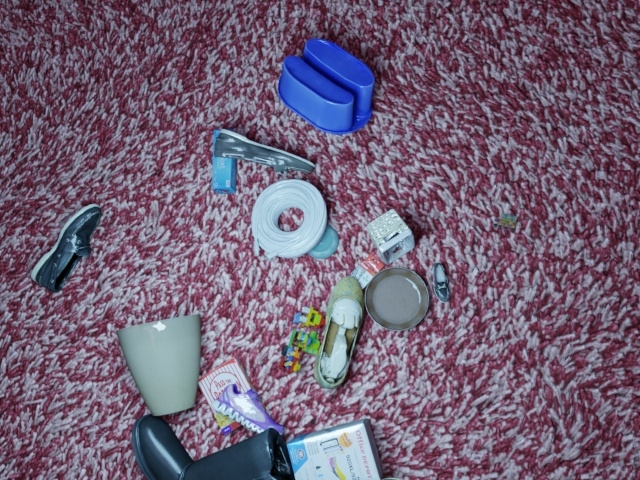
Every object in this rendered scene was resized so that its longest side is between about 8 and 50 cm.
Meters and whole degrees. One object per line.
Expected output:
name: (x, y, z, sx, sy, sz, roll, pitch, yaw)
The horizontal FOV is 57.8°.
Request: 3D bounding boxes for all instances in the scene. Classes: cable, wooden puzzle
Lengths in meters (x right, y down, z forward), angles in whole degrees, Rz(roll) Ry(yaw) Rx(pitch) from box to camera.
cable: (-0.099, -0.068, 1.876, 0.257, 0.089, 0.257, -13, 71, 12)
wooden puzzle: (0.585, -0.057, 1.816, 0.083, 0.006, 0.049, 16, 82, 12)

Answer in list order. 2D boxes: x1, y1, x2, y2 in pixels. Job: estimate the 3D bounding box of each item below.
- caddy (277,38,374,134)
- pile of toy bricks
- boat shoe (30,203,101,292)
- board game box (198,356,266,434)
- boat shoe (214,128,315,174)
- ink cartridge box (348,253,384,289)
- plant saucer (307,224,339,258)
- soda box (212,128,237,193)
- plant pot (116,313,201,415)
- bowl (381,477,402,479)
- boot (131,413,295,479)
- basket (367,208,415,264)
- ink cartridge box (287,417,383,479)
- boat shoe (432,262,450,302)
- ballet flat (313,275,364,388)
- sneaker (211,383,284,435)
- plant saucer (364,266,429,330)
caddy: (0.018, -0.495, 1.910, 0.341, 0.179, 0.241, 39, 65, 14)
pile of toy bricks: (-0.046, 0.324, 1.807, 0.105, 0.118, 0.212, 24, 65, -15)
boat shoe: (-0.836, 0.034, 1.967, 0.113, 0.127, 0.340, 40, 89, 13)
board game box: (-0.282, 0.488, 1.829, 0.146, 0.045, 0.193, -33, 76, 1)
boat shoe: (-0.187, -0.267, 1.912, 0.335, 0.112, 0.095, 19, 92, -5)
ink cartridge box: (0.143, 0.101, 1.845, 0.063, 0.029, 0.115, 41, 88, 14)
plant saucer: (0.000, 0.000, 1.892, 0.119, 0.021, 0.119, -2, 78, 8)
soda box: (-0.324, -0.268, 1.971, 0.067, 0.071, 0.210, -1, 79, 8)
plant pot: (-0.475, 0.387, 1.783, 0.256, 0.256, 0.274, -13, 82, 7)
bowl: (0.209, 0.768, 1.678, 0.170, 0.080, 0.170, -2, 79, 9)
boot: (-0.312, 0.631, 1.683, 0.445, 0.146, 0.367, -25, 87, 28)
basket: (0.216, -0.011, 1.789, 0.113, 0.167, 0.103, -33, 70, 1)
ink cartridge box: (0.048, 0.633, 1.684, 0.232, 0.168, 0.171, -17, 76, 5)
boat shoe: (0.373, 0.130, 1.797, 0.046, 0.038, 0.125, -8, 78, 8)
ballet flat: (0.064, 0.283, 1.761, 0.123, 0.123, 0.349, 15, 87, 12)
sneaker: (-0.208, 0.507, 1.747, 0.236, 0.095, 0.104, 24, 76, 13)
plant saucer: (0.238, 0.183, 1.811, 0.198, 0.036, 0.199, -2, 80, 9)
